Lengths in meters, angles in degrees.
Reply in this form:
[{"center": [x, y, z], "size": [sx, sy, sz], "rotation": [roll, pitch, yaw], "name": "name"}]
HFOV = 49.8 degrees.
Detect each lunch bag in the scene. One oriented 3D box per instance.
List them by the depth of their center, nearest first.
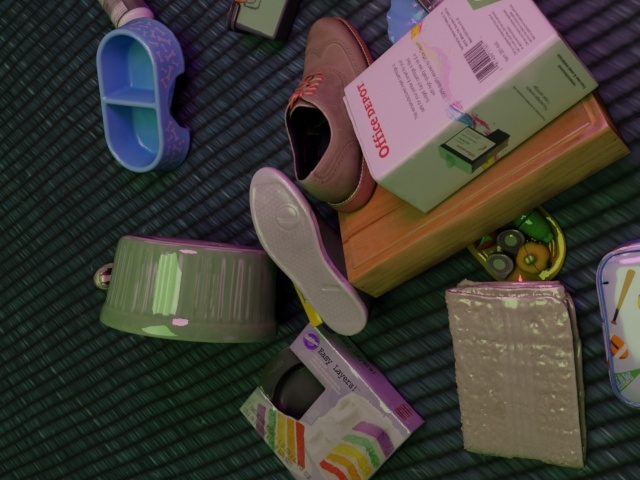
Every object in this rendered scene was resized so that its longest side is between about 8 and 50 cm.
[{"center": [0.511, 0.093, 0.858], "size": [0.303, 0.115, 0.243], "rotation": [-7, 89, 32], "name": "lunch bag"}]

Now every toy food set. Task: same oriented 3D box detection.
[{"center": [0.259, -0.021, 1.020], "size": [0.218, 0.071, 0.128], "rotation": [50, 116, 18], "name": "toy food set"}]

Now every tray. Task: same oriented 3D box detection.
[{"center": [0.200, -0.102, 0.991], "size": [0.411, 0.076, 0.203], "rotation": [-33, 45, 28], "name": "tray"}]

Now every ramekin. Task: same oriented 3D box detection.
[{"center": [-0.216, 0.076, 1.191], "size": [0.303, 0.303, 0.148], "rotation": [7, 91, 30], "name": "ramekin"}]

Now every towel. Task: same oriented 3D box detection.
[{"center": [0.289, 0.195, 1.024], "size": [0.187, 0.049, 0.282], "rotation": [-1, 103, 32], "name": "towel"}]

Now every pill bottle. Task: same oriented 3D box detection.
[{"center": [-0.375, -0.447, 1.357], "size": [0.078, 0.078, 0.137], "rotation": [-43, 74, 27], "name": "pill bottle"}]

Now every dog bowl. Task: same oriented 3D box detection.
[{"center": [-0.342, -0.267, 1.313], "size": [0.166, 0.074, 0.297], "rotation": [10, 114, 22], "name": "dog bowl"}]

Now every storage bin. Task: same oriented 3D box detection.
[{"center": [-0.092, -0.410, 1.187], "size": [0.091, 0.098, 0.135], "rotation": [26, 108, 15], "name": "storage bin"}]

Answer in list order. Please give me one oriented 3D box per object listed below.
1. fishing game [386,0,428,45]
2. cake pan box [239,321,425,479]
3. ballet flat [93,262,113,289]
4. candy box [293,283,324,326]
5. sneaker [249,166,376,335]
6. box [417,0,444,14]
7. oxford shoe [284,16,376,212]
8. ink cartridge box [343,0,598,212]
[{"center": [0.193, -0.349, 1.049], "size": [0.189, 0.041, 0.264], "rotation": [-14, 82, 23], "name": "fishing game"}, {"center": [0.010, 0.301, 1.205], "size": [0.267, 0.070, 0.246], "rotation": [47, 114, 19], "name": "cake pan box"}, {"center": [-0.435, 0.073, 1.457], "size": [0.168, 0.052, 0.057], "rotation": [-12, 88, 32], "name": "ballet flat"}, {"center": [-0.022, 0.042, 1.175], "size": [0.027, 0.105, 0.206], "rotation": [-29, 80, 25], "name": "candy box"}, {"center": [0.000, 0.000, 1.120], "size": [0.104, 0.147, 0.296], "rotation": [-31, 96, 31], "name": "sneaker"}, {"center": [0.221, -0.432, 0.988], "size": [0.231, 0.056, 0.183], "rotation": [-42, 71, 18], "name": "box"}, {"center": [0.011, -0.222, 1.075], "size": [0.123, 0.130, 0.348], "rotation": [-25, 60, 35], "name": "oxford shoe"}, {"center": [0.184, -0.202, 0.919], "size": [0.278, 0.117, 0.201], "rotation": [-38, 44, 25], "name": "ink cartridge box"}]
